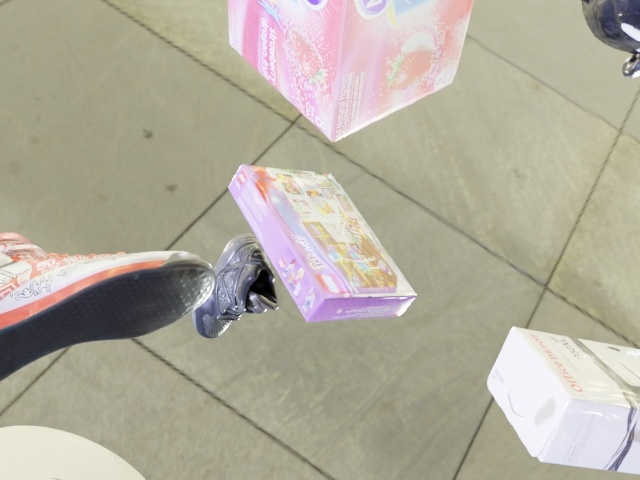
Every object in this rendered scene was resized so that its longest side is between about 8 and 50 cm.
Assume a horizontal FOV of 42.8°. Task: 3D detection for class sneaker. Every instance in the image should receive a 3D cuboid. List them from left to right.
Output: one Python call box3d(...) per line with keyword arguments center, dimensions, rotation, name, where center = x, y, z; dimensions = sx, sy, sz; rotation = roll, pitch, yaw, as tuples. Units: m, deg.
box3d(center=(-0.246, 0.035, 0.775), dimensions=(0.270, 0.090, 0.145), rotation=(-20, 46, -14), name="sneaker")
box3d(center=(-0.151, 0.112, 1.440), dimensions=(0.087, 0.228, 0.130), rotation=(8, 36, -41), name="sneaker")

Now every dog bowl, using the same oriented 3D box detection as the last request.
box3d(center=(-0.318, 0.339, 0.960), dimensions=(0.264, 0.104, 0.265), rotation=(28, 11, -6), name="dog bowl")

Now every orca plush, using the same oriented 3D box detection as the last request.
box3d(center=(0.261, -0.249, 0.740), dimensions=(0.102, 0.151, 0.287), rotation=(14, 40, 4), name="orca plush")

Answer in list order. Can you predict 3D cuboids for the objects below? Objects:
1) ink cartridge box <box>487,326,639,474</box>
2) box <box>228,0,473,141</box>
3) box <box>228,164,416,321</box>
box3d(center=(0.606, 0.350, 1.766), dimensions=(0.394, 0.166, 0.285), rotation=(11, 21, -18), name="ink cartridge box")
box3d(center=(0.027, -0.243, 0.592), dimensions=(0.142, 0.300, 0.154), rotation=(-30, 61, -24), name="box")
box3d(center=(0.000, 0.000, 1.310), dimensions=(0.200, 0.057, 0.293), rotation=(2, 44, -42), name="box")
